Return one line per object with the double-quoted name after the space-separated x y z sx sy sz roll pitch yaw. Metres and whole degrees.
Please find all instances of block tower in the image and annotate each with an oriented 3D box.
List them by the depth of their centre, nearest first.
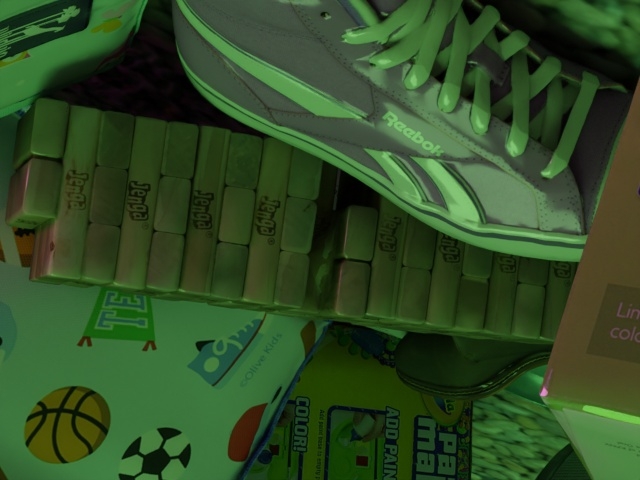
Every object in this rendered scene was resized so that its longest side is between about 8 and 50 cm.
0.001 -0.003 0.967 0.335 0.091 0.097 8 175 -15 "block tower"

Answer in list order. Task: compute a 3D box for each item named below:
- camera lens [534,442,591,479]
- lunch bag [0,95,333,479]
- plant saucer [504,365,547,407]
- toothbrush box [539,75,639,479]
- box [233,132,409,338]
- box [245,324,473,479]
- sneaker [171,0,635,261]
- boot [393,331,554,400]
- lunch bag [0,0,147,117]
0.286 0.239 1.258 0.219 0.219 0.274 32 157 -27 "camera lens"
-0.222 0.069 1.068 0.385 0.328 0.239 33 177 -13 "lunch bag"
0.168 0.093 1.286 0.119 0.021 0.119 19 160 7 "plant saucer"
0.214 -0.035 0.548 0.206 0.283 0.122 10 158 26 "toothbrush box"
0.000 0.000 1.189 0.145 0.038 0.186 18 158 7 "box"
-0.059 0.176 1.394 0.279 0.177 0.290 7 161 -14 "box"
0.058 -0.083 0.842 0.282 0.102 0.161 19 156 5 "sneaker"
0.108 0.040 1.155 0.219 0.082 0.106 -15 128 45 "boot"
-0.200 -0.152 0.833 0.262 0.160 0.223 12 160 -9 "lunch bag"
